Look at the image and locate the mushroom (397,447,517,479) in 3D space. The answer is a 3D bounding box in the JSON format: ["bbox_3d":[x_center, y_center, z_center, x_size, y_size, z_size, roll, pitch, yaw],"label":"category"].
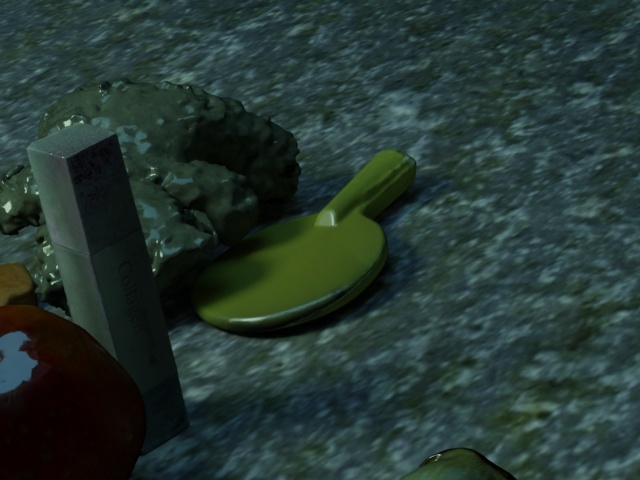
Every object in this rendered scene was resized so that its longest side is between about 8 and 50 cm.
[{"bbox_3d":[0.049,0.273,1.291,0.107,0.087,0.333,9,35,34],"label":"mushroom"}]

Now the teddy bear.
[{"bbox_3d":[-0.228,-0.029,1.925,0.357,0.224,0.368,-3,43,17],"label":"teddy bear"}]

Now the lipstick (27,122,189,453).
[{"bbox_3d":[-0.199,0.048,1.572,0.066,0.317,0.068,-30,31,-34],"label":"lipstick"}]

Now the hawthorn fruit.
[{"bbox_3d":[-0.274,0.153,1.483,0.215,0.250,0.215,-16,40,14],"label":"hawthorn fruit"}]

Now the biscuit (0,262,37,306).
[{"bbox_3d":[-0.492,0.096,1.907,0.333,0.047,0.202,-17,27,-12],"label":"biscuit"}]

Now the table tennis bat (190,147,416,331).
[{"bbox_3d":[0.000,0.000,1.895,0.224,0.054,0.369,3,33,36],"label":"table tennis bat"}]
